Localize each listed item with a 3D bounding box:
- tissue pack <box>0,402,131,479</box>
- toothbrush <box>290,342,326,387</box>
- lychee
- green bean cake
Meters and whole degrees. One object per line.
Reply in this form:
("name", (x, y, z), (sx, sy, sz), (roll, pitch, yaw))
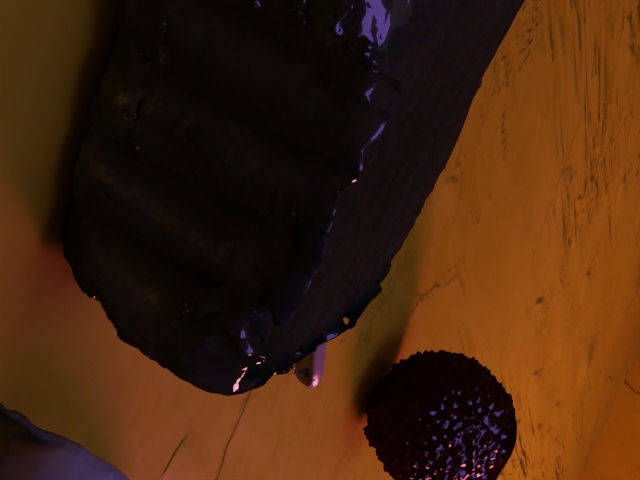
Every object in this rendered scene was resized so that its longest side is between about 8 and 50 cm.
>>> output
("tissue pack", (-0.117, 0.294, 0.543), (0.331, 0.205, 0.405), (40, 71, -28))
("toothbrush", (0.000, 0.000, 1.016), (0.026, 0.022, 0.263), (-36, 148, -37))
("lychee", (0.092, 0.141, 1.323), (0.123, 0.123, 0.129), (-60, 145, -19))
("green bean cake", (-0.009, -0.057, 0.742), (0.222, 0.125, 0.227), (-39, 150, -61))
